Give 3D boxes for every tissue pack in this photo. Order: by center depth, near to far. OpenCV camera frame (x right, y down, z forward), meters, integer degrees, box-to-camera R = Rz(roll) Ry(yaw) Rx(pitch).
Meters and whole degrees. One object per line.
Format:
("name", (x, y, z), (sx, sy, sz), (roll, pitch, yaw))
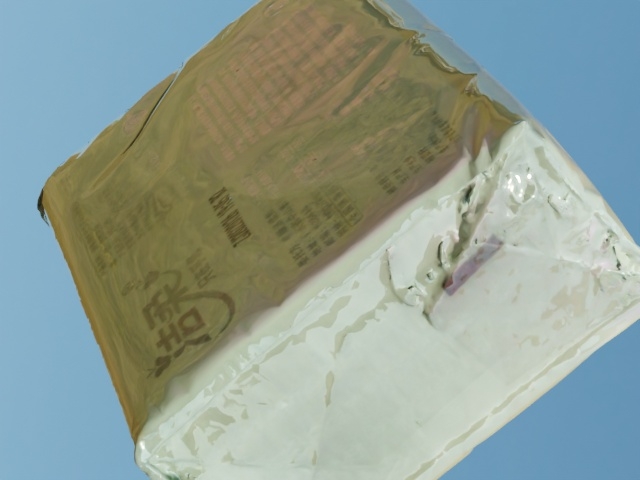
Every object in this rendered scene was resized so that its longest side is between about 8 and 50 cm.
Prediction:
("tissue pack", (0.000, 0.000, 1.313), (0.332, 0.205, 0.405), (-41, -150, 4))
